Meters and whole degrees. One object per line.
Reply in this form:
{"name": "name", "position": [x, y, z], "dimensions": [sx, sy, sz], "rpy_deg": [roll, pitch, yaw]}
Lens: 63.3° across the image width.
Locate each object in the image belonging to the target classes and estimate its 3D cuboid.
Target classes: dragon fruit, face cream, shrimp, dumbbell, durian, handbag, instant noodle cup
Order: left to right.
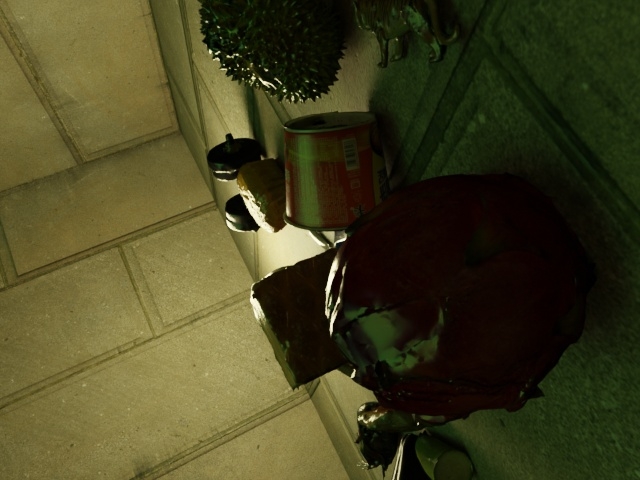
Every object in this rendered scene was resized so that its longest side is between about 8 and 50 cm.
{"name": "dumbbell", "position": [-0.270, -0.191, 1.803], "dimensions": [0.185, 0.185, 0.388], "rpy_deg": [47, 155, 50]}
{"name": "durian", "position": [-0.091, -0.369, 0.893], "dimensions": [0.291, 0.225, 0.291], "rpy_deg": [49, 156, 32]}
{"name": "face cream", "position": [0.000, 0.000, 1.491], "dimensions": [0.115, 0.020, 0.038], "rpy_deg": [44, 152, 48]}
{"name": "instant noodle cup", "position": [0.026, -0.132, 0.922], "dimensions": [0.213, 0.213, 0.174], "rpy_deg": [-142, 41, -59]}
{"name": "shrimp", "position": [0.173, 0.606, 1.614], "dimensions": [0.172, 0.137, 0.372], "rpy_deg": [-76, -10, -49]}
{"name": "handbag", "position": [0.278, 0.677, 1.319], "dimensions": [0.178, 0.275, 0.302], "rpy_deg": [3, 125, 22]}
{"name": "dragon fruit", "position": [0.156, 0.064, 0.633], "dimensions": [0.295, 0.302, 0.295], "rpy_deg": [53, -179, -1]}

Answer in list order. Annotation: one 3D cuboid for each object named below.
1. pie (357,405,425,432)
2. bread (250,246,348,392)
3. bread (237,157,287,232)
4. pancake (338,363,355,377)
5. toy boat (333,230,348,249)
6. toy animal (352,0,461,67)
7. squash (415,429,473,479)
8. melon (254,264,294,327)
{"name": "pie", "position": [0.177, 0.443, 1.298], "dimensions": [0.193, 0.163, 0.079], "rpy_deg": [129, 137, -65]}
{"name": "bread", "position": [0.000, 0.189, 1.289], "dimensions": [0.279, 0.279, 0.207], "rpy_deg": [59, 164, 15]}
{"name": "bread", "position": [-0.161, -0.138, 1.599], "dimensions": [0.240, 0.139, 0.240], "rpy_deg": [57, 162, 30]}
{"name": "pancake", "position": [0.022, 0.379, 1.706], "dimensions": [0.253, 0.037, 0.253], "rpy_deg": [29, 177, 2]}
{"name": "toy boat", "position": [0.086, 0.005, 1.091], "dimensions": [0.129, 0.088, 0.295], "rpy_deg": [37, 173, -2]}
{"name": "toy animal", "position": [0.105, -0.283, 0.684], "dimensions": [0.241, 0.057, 0.099], "rpy_deg": [35, 144, 63]}
{"name": "squash", "position": [0.273, 0.499, 1.222], "dimensions": [0.224, 0.094, 0.094], "rpy_deg": [174, 73, -82]}
{"name": "melon", "position": [-0.090, 0.199, 1.645], "dimensions": [0.329, 0.248, 0.248], "rpy_deg": [-153, 42, -74]}
